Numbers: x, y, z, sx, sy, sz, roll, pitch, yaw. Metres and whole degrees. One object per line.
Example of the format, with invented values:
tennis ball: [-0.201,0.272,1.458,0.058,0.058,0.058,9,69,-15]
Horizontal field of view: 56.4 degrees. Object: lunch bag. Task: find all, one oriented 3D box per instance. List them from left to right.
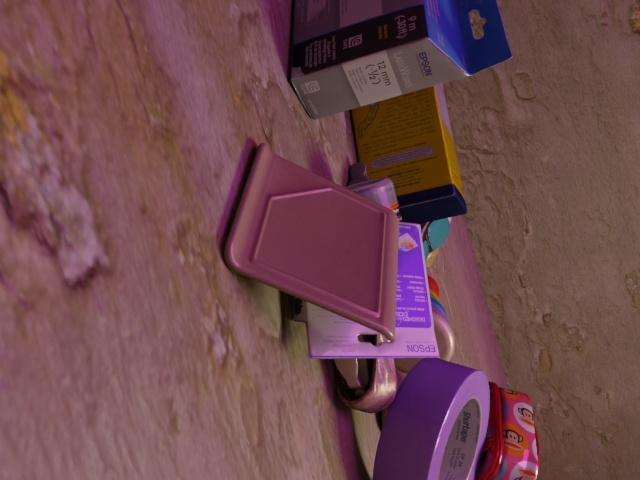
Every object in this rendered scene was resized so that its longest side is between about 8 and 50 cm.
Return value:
lunch bag: [0.318,0.456,1.184,0.258,0.120,0.293,-73,-175,-53]

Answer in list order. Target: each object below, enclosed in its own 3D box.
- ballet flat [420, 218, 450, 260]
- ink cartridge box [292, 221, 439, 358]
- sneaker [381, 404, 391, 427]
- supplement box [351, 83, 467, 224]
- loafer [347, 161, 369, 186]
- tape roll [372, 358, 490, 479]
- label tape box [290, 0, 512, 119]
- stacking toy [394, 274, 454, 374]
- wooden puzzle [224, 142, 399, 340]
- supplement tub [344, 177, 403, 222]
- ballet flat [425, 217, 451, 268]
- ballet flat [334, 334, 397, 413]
ballet flat: [0.232,0.005,1.424,0.248,0.086,0.086,-42,119,-48]
ink cartridge box: [0.060,0.067,0.842,0.206,0.045,0.208,6,66,-25]
sneaker: [0.167,0.342,1.105,0.188,0.071,0.066,52,32,-52]
supplement box: [0.196,-0.228,1.364,0.194,0.195,0.356,25,56,-66]
loafer: [0.079,-0.108,1.194,0.125,0.045,0.039,-84,160,-49]
tape roll: [0.190,0.337,0.984,0.275,0.090,0.274,-22,117,-52]
label tape box: [0.128,-0.372,1.033,0.115,0.348,0.249,53,30,-49]
stacking toy: [0.213,0.150,1.283,0.330,0.141,0.141,-59,133,-69]
wooden puzzle: [0.000,0.000,0.768,0.239,0.044,0.221,28,42,-17]
supplement tub: [0.092,-0.006,1.052,0.117,0.117,0.190,-42,117,-68]
ballet flat: [0.323,-0.094,1.752,0.123,0.123,0.348,34,46,-63]
ballet flat: [0.053,0.102,0.906,0.106,0.108,0.315,7,69,-50]
